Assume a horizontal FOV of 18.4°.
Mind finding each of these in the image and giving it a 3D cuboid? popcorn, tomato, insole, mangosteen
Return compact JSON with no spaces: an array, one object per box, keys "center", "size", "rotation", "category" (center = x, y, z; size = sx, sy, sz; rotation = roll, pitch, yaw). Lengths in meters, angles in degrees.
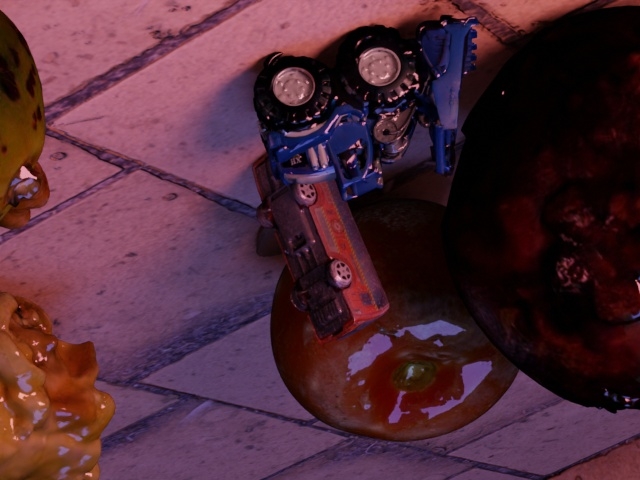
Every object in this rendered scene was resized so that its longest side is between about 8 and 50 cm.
[{"center":[-0.332,0.174,1.974],"size":[0.252,0.215,0.286],"rotation":[-21,157,19],"category":"popcorn"},{"center":[0.079,0.073,2.085],"size":[0.270,0.222,0.270],"rotation":[-8,134,-9],"category":"tomato"},{"center":[-0.020,-0.029,2.028],"size":[0.063,0.010,0.192],"rotation":[-8,156,-32],"category":"insole"},{"center":[0.290,-0.040,1.829],"size":[0.381,0.381,0.421],"rotation":[-21,-157,3],"category":"mangosteen"}]

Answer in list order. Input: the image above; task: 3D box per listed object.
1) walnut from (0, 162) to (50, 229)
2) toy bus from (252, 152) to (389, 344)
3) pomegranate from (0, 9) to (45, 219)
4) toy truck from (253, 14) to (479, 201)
[{"center":[-0.302,-0.049,1.626],"size":[0.143,0.069,0.170],"rotation":[-22,159,10],"category":"walnut"},{"center":[0.000,0.000,1.861],"size":[0.077,0.192,0.065],"rotation":[-6,158,-46],"category":"toy bus"},{"center":[-0.311,-0.092,1.367],"size":[0.263,0.211,0.211],"rotation":[24,153,0],"category":"pomegranate"},{"center":[0.051,-0.110,1.717],"size":[0.208,0.126,0.113],"rotation":[-20,160,-3],"category":"toy truck"}]
